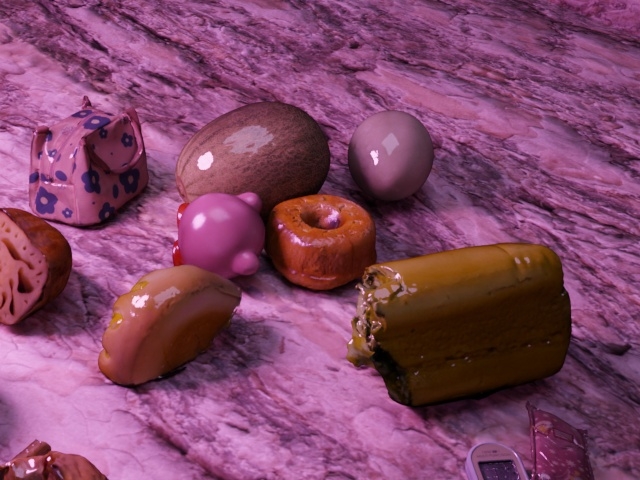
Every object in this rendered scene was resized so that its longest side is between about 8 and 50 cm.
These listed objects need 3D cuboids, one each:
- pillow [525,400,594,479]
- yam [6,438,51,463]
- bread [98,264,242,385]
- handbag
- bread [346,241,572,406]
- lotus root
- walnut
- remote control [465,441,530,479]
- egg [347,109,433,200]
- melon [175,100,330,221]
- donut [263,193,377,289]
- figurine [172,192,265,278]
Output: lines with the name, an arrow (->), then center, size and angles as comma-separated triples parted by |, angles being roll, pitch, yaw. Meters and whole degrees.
pillow -> 0.368, 0.333, 1.578 | 0.118, 0.043, 0.185 | 23, 34, -4
yam -> -0.453, 0.339, 1.495 | 0.032, 0.032, 0.145 | 22, 38, 26
bread -> -0.264, 0.117, 1.741 | 0.158, 0.156, 0.260 | 32, 42, 34
handbag -> -0.479, -0.168, 2.121 | 0.190, 0.193, 0.251 | 13, 33, 20
bread -> 0.231, 0.131, 1.708 | 0.376, 0.251, 0.208 | -9, 19, -16
lotus root -> -0.540, 0.051, 1.842 | 0.188, 0.199, 0.180 | 54, 13, 7
walnut -> -0.327, 0.365, 1.330 | 0.141, 0.204, 0.238 | 3, 32, -45
remote control -> 0.273, 0.389, 1.484 | 0.087, 0.047, 0.244 | -4, 34, -6
egg -> 0.152, -0.184, 2.219 | 0.186, 0.187, 0.253 | 6, 31, 2
melon -> -0.137, -0.155, 2.093 | 0.329, 0.249, 0.248 | -19, 39, -25
donut -> 0.001, -0.001, 1.993 | 0.226, 0.114, 0.227 | 3, 31, -2
figurine -> -0.186, -0.009, 1.930 | 0.173, 0.173, 0.173 | 3, 33, -2
